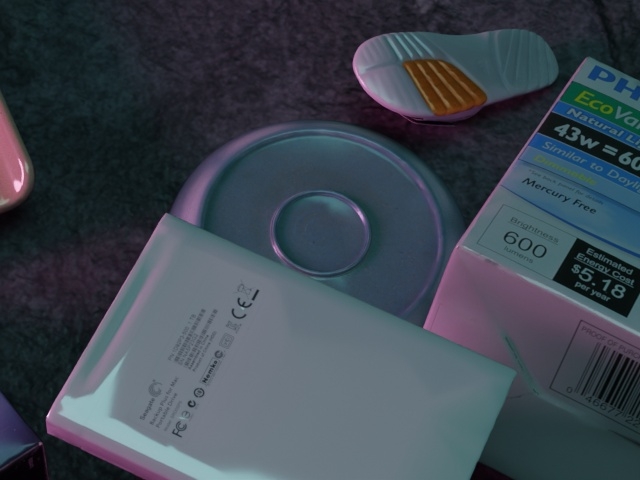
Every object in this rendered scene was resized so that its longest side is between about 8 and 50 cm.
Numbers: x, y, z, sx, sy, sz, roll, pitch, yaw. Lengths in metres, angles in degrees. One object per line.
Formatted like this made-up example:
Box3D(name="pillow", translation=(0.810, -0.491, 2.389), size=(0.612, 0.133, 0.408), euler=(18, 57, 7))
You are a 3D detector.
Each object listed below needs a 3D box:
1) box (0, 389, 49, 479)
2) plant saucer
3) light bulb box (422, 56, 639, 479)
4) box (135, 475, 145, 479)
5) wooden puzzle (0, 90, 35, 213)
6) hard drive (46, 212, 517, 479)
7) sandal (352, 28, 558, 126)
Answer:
Box3D(name="box", translation=(-0.443, 0.188, 1.545), size=(0.296, 0.182, 0.294), euler=(-34, 67, -23))
Box3D(name="plant saucer", translation=(0.000, 0.000, 1.778), size=(0.318, 0.043, 0.317), euler=(3, 60, -5))
Box3D(name="light bulb box", translation=(0.311, 0.066, 1.606), size=(0.358, 0.225, 0.361), euler=(27, 41, 10))
Box3D(name="box", translation=(-0.075, 0.194, 1.506), size=(0.154, 0.300, 0.142), euler=(-13, 64, -12))
Box3D(name="wooden puzzle", translation=(-0.497, -0.106, 1.775), size=(0.348, 0.080, 0.322), euler=(-22, 64, -12))
Box3D(name="hard drive", translation=(-0.027, 0.124, 1.354), size=(0.307, 0.040, 0.203), euler=(24, 62, 6))
Box3D(name="sandal", translation=(0.141, -0.166, 1.878), size=(0.265, 0.076, 0.102), euler=(-8, 68, -34))
